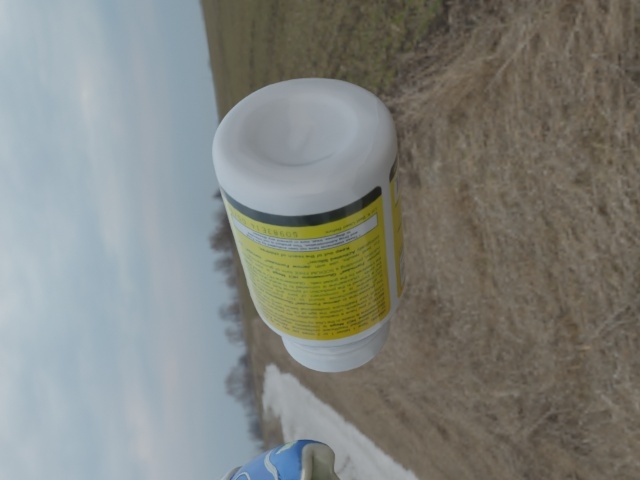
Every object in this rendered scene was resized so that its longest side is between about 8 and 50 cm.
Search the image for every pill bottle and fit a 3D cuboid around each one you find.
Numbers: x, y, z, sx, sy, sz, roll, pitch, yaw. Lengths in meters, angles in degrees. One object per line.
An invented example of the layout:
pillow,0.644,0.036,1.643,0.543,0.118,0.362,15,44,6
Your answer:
pill bottle,0.000,0.000,0.926,0.333,0.188,0.187,81,177,-47

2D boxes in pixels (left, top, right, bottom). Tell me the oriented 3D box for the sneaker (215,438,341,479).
sneaker,0.027,0.182,0.364,0.211,0.081,0.080,47,-149,8
